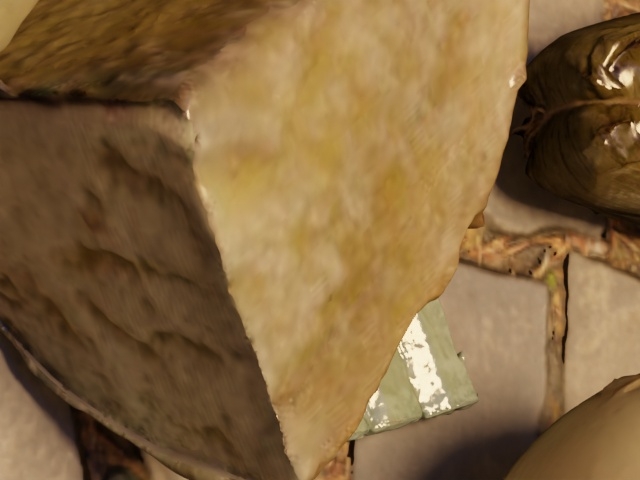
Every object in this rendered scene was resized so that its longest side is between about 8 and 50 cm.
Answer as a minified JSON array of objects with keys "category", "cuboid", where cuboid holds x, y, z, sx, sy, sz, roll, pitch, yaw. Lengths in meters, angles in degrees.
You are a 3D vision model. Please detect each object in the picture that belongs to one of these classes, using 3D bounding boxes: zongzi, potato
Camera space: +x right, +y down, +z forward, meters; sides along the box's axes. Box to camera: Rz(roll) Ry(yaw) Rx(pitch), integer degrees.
[{"category":"zongzi","cuboid":[0.260,0.000,1.030,0.274,0.145,0.300,-17,97,-31]},{"category":"potato","cuboid":[-0.036,-0.047,0.823,0.264,0.189,0.211,-43,126,-34]}]

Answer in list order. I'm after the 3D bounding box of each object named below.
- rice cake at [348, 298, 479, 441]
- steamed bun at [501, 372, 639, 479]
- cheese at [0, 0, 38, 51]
[{"category":"rice cake","cuboid":[0.000,0.000,0.905,0.124,0.038,0.211,-11,83,-35]},{"category":"steamed bun","cuboid":[0.185,0.228,0.831,0.309,0.309,0.309,10,72,-32]},{"category":"cheese","cuboid":[-0.160,-0.190,0.713,0.115,0.326,0.318,37,97,-28]}]
